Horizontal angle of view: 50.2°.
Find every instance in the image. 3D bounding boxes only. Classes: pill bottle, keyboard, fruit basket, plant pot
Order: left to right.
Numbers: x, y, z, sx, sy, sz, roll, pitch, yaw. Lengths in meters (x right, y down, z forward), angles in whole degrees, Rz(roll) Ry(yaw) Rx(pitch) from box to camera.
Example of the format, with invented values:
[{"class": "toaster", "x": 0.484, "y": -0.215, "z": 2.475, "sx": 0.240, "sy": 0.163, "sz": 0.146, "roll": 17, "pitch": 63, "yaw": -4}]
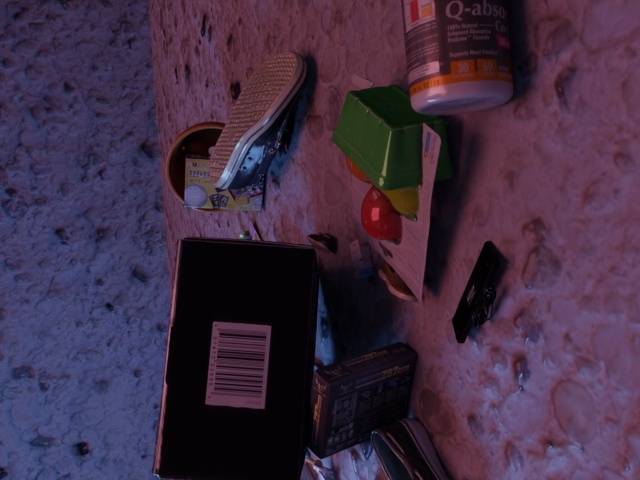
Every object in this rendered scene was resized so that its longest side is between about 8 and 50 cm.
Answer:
[{"class": "plant pot", "x": -0.349, "y": -0.259, "z": 2.216, "sx": 0.203, "sy": 0.290, "sz": 0.291, "roll": -108, "pitch": 23, "yaw": -64}, {"class": "fruit basket", "x": 0.142, "y": -0.109, "z": 1.331, "sx": 0.327, "sy": 0.165, "sz": 0.353, "roll": -127, "pitch": 24, "yaw": -50}, {"class": "pill bottle", "x": 0.210, "y": -0.347, "z": 1.073, "sx": 0.162, "sy": 0.162, "sz": 0.279, "roll": 175, "pitch": 89, "yaw": -66}, {"class": "keyboard", "x": 0.277, "y": 0.103, "z": 1.180, "sx": 0.100, "sy": 0.038, "sz": 0.192, "roll": -88, "pitch": 9, "yaw": -53}]

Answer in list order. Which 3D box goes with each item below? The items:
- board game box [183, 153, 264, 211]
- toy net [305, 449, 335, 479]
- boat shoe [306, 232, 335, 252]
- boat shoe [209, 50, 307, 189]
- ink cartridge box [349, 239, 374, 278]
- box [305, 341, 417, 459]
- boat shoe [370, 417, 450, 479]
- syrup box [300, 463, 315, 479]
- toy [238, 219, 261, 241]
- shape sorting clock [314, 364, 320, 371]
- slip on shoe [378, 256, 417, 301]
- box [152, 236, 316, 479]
[{"class": "board game box", "x": -0.298, "y": -0.178, "z": 2.125, "sx": 0.042, "sy": 0.243, "sz": 0.165, "roll": -105, "pitch": 21, "yaw": -63}, {"class": "toy net", "x": -0.022, "y": 0.568, "z": 1.839, "sx": 0.232, "sy": 0.045, "sz": 0.122, "roll": 48, "pitch": 159, "yaw": 28}, {"class": "boat shoe", "x": 0.000, "y": 0.000, "z": 1.749, "sx": 0.046, "sy": 0.038, "sz": 0.125, "roll": 47, "pitch": 171, "yaw": -18}, {"class": "boat shoe", "x": -0.153, "y": -0.320, "z": 1.902, "sx": 0.500, "sy": 0.156, "sz": 0.187, "roll": -51, "pitch": 43, "yaw": 41}, {"class": "ink cartridge box", "x": 0.094, "y": 0.042, "z": 1.560, "sx": 0.048, "sy": 0.028, "sz": 0.083, "roll": 150, "pitch": 113, "yaw": -63}, {"class": "box", "x": 0.084, "y": 0.320, "z": 1.385, "sx": 0.059, "sy": 0.232, "sz": 0.183, "roll": 33, "pitch": 125, "yaw": 45}, {"class": "boat shoe", "x": 0.193, "y": 0.500, "z": 1.316, "sx": 0.335, "sy": 0.119, "sz": 0.121, "roll": -121, "pitch": 35, "yaw": -44}, {"class": "syrup box", "x": -0.081, "y": 0.780, "z": 2.003, "sx": 0.096, "sy": 0.093, "sz": 0.237, "roll": -132, "pitch": 44, "yaw": -53}, {"class": "toy", "x": -0.220, "y": 0.064, "z": 2.224, "sx": 0.137, "sy": 0.056, "sz": 0.237, "roll": 108, "pitch": 147, "yaw": -43}, {"class": "shape sorting clock", "x": -0.021, "y": 0.441, "z": 1.873, "sx": 0.206, "sy": 0.040, "sz": 0.206, "roll": 175, "pitch": 90, "yaw": -65}, {"class": "slip on shoe", "x": 0.162, "y": 0.079, "z": 1.400, "sx": 0.135, "sy": 0.051, "sz": 0.041, "roll": -127, "pitch": 51, "yaw": -59}, {"class": "box", "x": -0.161, "y": 0.268, "z": 1.561, "sx": 0.472, "sy": 0.297, "sz": 0.480, "roll": 93, "pitch": -179, "yaw": -81}]
